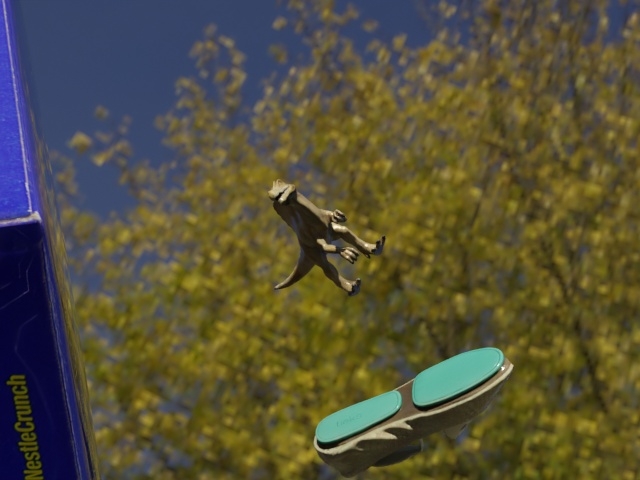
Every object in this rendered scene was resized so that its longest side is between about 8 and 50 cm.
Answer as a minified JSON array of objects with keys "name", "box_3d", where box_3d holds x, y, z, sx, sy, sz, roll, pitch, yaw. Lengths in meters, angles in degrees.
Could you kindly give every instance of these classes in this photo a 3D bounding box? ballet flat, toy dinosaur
[{"name":"ballet flat","box_3d":[0.075,0.129,1.328,0.168,0.057,0.052,-24,-61,22]},{"name":"toy dinosaur","box_3d":[0.000,0.000,1.435,0.093,0.053,0.183,30,-21,17]}]

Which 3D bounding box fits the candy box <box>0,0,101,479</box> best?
[{"name":"candy box","box_3d":[-0.158,0.031,0.715,0.122,0.317,0.268,-9,-58,-7]}]
